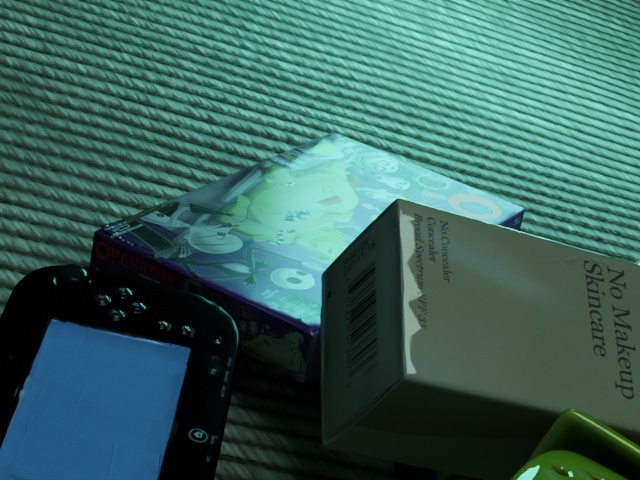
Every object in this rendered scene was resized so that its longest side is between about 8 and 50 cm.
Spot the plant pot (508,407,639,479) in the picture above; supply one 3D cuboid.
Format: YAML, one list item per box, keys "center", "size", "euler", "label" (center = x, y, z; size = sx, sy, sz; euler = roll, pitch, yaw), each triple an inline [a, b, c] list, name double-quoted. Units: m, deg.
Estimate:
- center: [0.172, 0.253, 0.991]
  size: [0.228, 0.227, 0.207]
  euler: [32, 25, 6]
  label: "plant pot"

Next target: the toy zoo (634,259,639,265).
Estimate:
- center: [0.296, 0.155, 1.338]
  size: [0.192, 0.030, 0.293]
  euler: [48, 31, -9]
  label: "toy zoo"

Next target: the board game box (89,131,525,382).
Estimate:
- center: [0.000, 0.000, 1.322]
  size: [0.208, 0.056, 0.347]
  euler: [27, 29, 23]
  label: "board game box"

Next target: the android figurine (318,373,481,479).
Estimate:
- center: [0.125, 0.113, 1.302]
  size: [0.248, 0.056, 0.273]
  euler: [42, 35, 21]
  label: "android figurine"

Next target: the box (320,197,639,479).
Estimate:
- center: [0.163, 0.091, 1.140]
  size: [0.311, 0.121, 0.148]
  euler: [13, 56, -23]
  label: "box"

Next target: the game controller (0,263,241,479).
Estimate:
- center: [-0.147, 0.122, 1.043]
  size: [0.166, 0.067, 0.319]
  euler: [5, 34, 2]
  label: "game controller"
